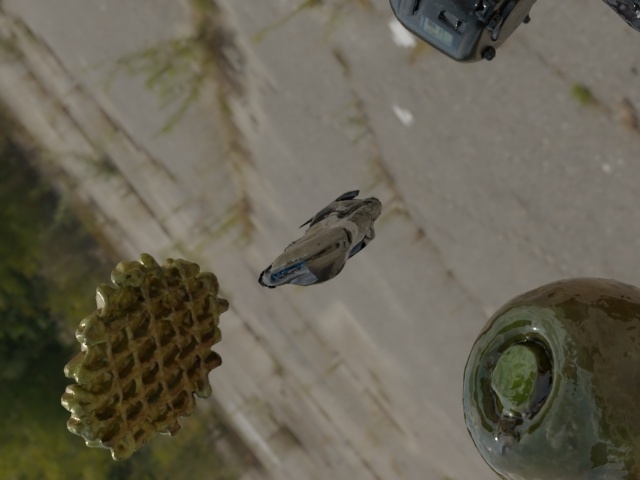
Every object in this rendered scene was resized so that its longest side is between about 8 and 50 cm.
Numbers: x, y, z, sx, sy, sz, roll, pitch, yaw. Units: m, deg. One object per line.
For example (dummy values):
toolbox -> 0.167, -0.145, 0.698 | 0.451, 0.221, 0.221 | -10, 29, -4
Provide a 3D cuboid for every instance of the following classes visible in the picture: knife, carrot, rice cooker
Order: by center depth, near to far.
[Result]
knife -> 0.004, 0.005, 1.109 | 0.043, 0.089, 0.365 | 53, -174, -2
rice cooker -> 0.135, -0.241, 1.384 | 0.118, 0.142, 0.203 | 42, 169, 12
carrot -> 0.298, 0.161, 1.476 | 0.341, 0.224, 0.224 | 18, -168, -37

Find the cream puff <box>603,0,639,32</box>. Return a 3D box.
cream puff -> 0.258, -0.213, 0.884 | 0.239, 0.239, 0.165 | 46, 151, 24

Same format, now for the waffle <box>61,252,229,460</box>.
waffle -> -0.150, 0.097, 1.332 | 0.038, 0.191, 0.191 | 19, 151, 35
